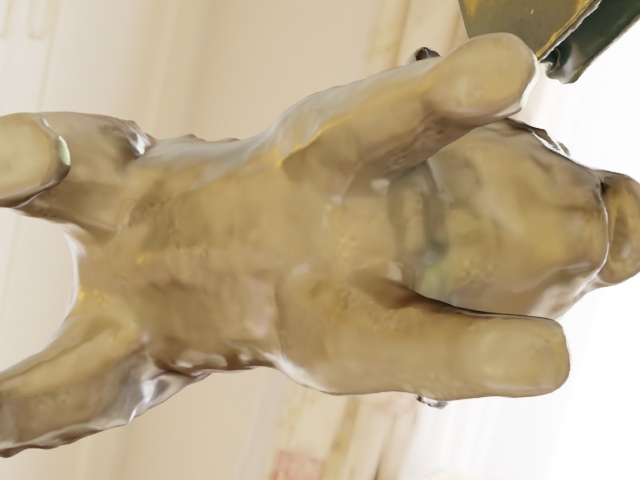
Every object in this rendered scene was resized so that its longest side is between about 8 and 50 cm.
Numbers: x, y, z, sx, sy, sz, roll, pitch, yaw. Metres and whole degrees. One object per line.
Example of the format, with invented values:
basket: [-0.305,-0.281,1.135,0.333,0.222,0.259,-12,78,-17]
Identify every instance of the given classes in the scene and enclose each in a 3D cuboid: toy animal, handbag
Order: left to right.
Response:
toy animal: [0.000,0.000,0.845,0.344,0.194,0.302,-5,1,18]
handbag: [0.136,-0.220,0.971,0.062,0.229,0.179,1,-27,-29]
